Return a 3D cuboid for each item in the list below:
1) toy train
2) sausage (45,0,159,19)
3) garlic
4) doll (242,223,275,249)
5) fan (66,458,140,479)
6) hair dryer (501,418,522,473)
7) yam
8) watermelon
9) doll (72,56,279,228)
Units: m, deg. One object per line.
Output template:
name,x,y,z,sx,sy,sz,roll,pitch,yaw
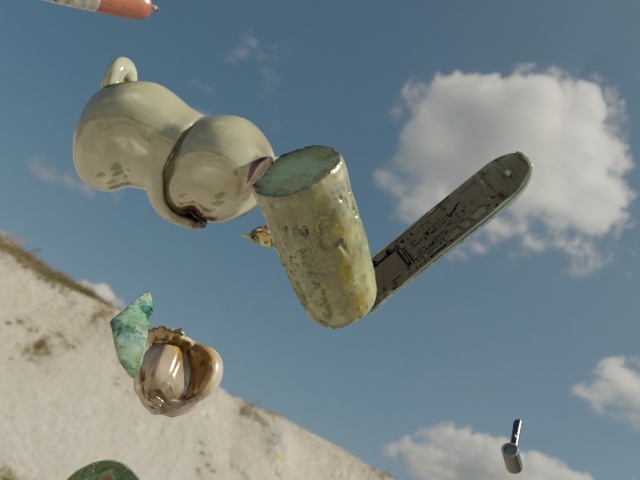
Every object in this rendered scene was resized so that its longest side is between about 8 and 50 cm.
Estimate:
toy train,0.228,-0.015,1.301,0.086,0.407,0.088,54,14,15
sausage,-0.238,-0.216,0.573,0.223,0.029,0.029,2,-11,-36
garlic,-0.332,0.277,1.497,0.207,0.207,0.256,22,-5,10
doll,-0.108,-0.019,1.520,0.113,0.076,0.078,20,-12,-2
fan,-0.444,0.573,1.319,0.223,0.294,0.012,40,-24,7
hair dryer,0.295,0.308,1.058,0.026,0.083,0.047,-3,-53,25
yam,0.000,0.000,0.802,0.107,0.107,0.194,5,-52,36
watermelon,-0.390,0.189,1.403,0.081,0.180,0.094,10,-44,-19
doll,-0.256,-0.150,1.212,0.370,0.226,0.215,28,4,9
